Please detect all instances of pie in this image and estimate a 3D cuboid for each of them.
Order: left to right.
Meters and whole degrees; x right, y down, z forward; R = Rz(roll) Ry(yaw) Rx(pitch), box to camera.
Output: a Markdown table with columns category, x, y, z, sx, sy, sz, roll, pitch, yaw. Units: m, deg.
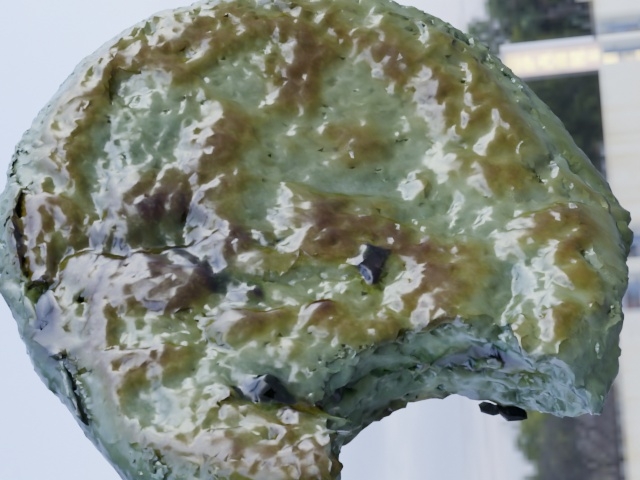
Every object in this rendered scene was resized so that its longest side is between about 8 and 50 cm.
| category | x | y | z | sx | sy | sz | roll | pitch | yaw |
| --- | --- | --- | --- | --- | --- | --- | --- | --- | --- |
| pie | -0.003 | -0.006 | 0.659 | 0.067 | 0.303 | 0.302 | 90 | -176 | -52 |
